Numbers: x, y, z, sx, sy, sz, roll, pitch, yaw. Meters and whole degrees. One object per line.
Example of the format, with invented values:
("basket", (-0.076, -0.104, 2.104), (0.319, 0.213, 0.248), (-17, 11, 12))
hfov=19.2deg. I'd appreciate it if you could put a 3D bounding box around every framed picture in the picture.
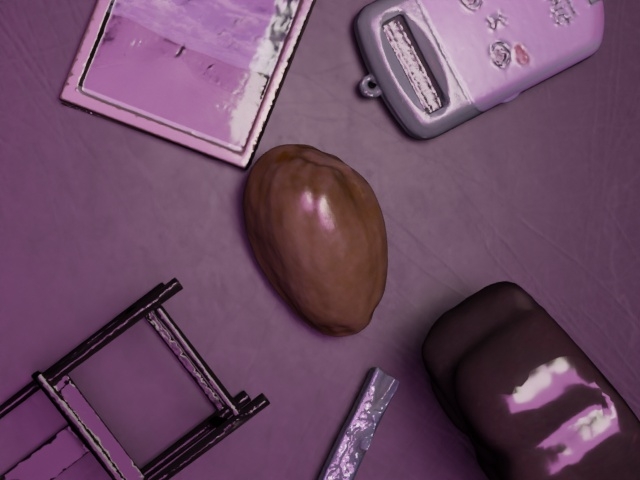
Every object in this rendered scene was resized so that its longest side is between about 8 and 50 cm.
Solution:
("framed picture", (-0.107, -0.213, 1.722), (0.189, 0.023, 0.260), (21, 86, -4))

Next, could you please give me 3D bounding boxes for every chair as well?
("chair", (-0.196, 0.164, 1.639), (0.260, 0.141, 0.154), (-38, 93, -11))

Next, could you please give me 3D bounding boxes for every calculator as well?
("calculator", (0.145, -0.192, 1.744), (0.246, 0.045, 0.141), (-27, 92, -7))

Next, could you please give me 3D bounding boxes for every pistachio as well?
("pistachio", (0.000, 0.000, 1.688), (0.126, 0.108, 0.185), (-22, 99, 15))

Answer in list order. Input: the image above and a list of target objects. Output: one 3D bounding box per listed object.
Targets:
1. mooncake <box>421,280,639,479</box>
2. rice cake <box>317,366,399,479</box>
("mooncake", (0.194, 0.152, 1.649), (0.133, 0.245, 0.245), (-33, 93, -3))
("rice cake", (0.022, 0.200, 1.714), (0.030, 0.042, 0.180), (26, 85, -9))
